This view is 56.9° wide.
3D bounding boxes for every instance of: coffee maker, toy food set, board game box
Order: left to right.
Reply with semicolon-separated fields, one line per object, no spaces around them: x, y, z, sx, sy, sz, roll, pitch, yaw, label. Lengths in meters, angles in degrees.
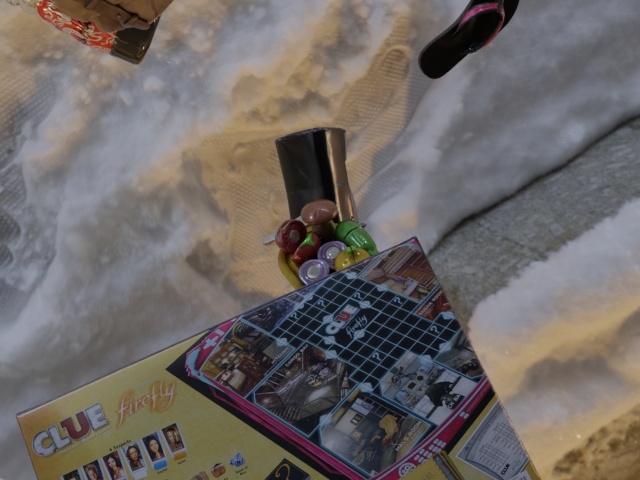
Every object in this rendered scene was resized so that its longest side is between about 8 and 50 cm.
-0.020;0.120;0.335;0.244;0.042;0.165;-23;79;-9;board game box
-0.003;-0.092;0.966;0.120;0.171;0.178;-11;95;12;coffee maker
0.000;0.000;0.807;0.128;0.218;0.071;-27;132;-17;toy food set

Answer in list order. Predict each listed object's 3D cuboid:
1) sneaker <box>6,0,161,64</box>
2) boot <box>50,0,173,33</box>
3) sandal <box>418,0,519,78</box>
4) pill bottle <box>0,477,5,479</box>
-0.217;-0.308;0.579;0.145;0.090;0.269;19;58;-27;sneaker
-0.137;-0.177;0.372;0.087;0.042;0.118;-22;156;12;boot
0.214;-0.292;0.817;0.179;0.040;0.067;-44;118;4;sandal
-0.661;0.565;1.038;0.162;0.162;0.278;42;88;-26;pill bottle
